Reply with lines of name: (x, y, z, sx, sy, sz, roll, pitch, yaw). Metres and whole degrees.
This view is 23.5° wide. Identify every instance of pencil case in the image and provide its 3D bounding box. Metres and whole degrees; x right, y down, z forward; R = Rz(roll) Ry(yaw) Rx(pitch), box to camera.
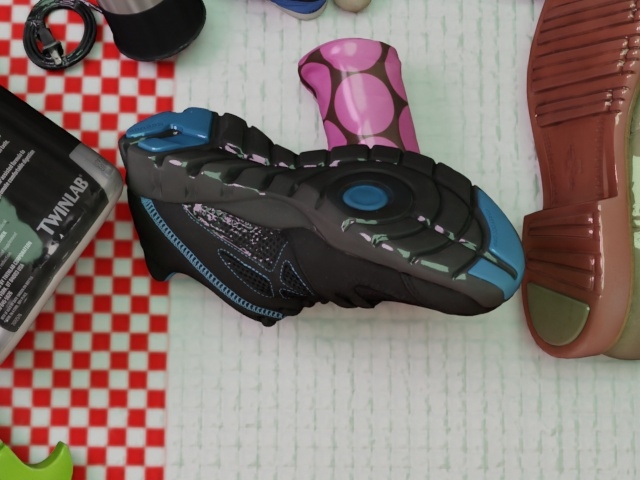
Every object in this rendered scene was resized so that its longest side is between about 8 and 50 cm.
pencil case: (0.039, -0.058, 1.265, 0.095, 0.098, 0.209, 2, 74, -48)

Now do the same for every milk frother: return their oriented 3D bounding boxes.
milk frother: (-0.188, -0.212, 1.257, 0.143, 0.135, 0.129, -40, 53, -12)

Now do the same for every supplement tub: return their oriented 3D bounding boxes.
supplement tub: (-0.326, -0.060, 1.169, 0.316, 0.193, 0.194, 36, 79, -6)

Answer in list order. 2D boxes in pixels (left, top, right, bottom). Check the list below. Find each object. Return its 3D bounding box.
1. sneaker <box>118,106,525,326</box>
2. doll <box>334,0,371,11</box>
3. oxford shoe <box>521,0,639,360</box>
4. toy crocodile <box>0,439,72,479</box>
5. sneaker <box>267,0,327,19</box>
sneaker: (0.000, 0.000, 1.185, 0.340, 0.140, 0.125, 19, 36, 28)
doll: (0.075, -0.274, 1.328, 0.129, 0.046, 0.189, 37, 79, 5)
oxford shoe: (0.261, -0.096, 1.268, 0.146, 0.140, 0.397, 8, 89, -27)
toy crocodile: (-0.342, 0.103, 1.201, 0.340, 0.115, 0.105, 41, 76, 3)
sneaker: (-0.064, -0.237, 1.294, 0.152, 0.084, 0.058, 24, 79, 2)
